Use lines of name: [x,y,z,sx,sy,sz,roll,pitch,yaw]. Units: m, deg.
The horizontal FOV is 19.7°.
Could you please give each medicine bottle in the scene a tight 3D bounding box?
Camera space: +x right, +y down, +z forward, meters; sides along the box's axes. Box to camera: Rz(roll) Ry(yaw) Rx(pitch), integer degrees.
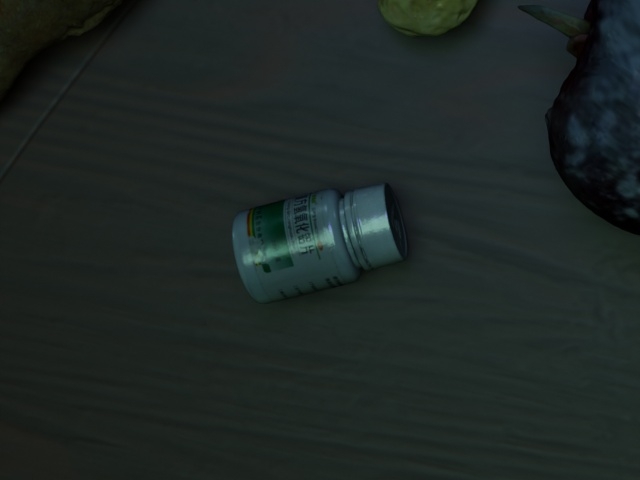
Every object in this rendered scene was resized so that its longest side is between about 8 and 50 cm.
medicine bottle: [0.000,0.000,1.496,0.130,0.080,0.080,-15,89,13]

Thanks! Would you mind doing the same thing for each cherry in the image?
cherry: [0.287,-0.121,1.362,0.296,0.218,0.255,18,93,-2]

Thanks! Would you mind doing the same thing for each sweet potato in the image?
sweet potato: [-0.219,-0.214,1.527,0.109,0.109,0.385,42,101,8]

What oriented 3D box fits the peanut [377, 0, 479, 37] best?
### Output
peanut: [0.138,-0.248,1.449,0.229,0.098,0.103,-31,54,15]
